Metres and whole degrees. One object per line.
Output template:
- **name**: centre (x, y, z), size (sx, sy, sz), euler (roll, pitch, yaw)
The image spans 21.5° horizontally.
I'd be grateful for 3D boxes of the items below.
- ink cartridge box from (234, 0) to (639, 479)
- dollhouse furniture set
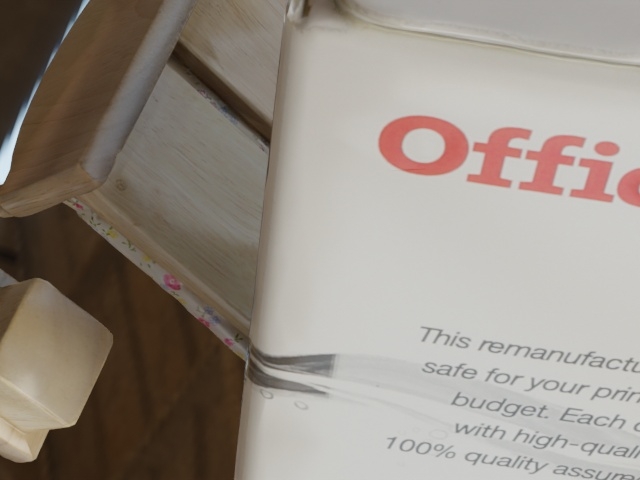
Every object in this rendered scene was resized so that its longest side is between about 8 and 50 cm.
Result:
- **ink cartridge box**: centre (0.082, 0.020, 0.455), size (0.272, 0.197, 0.114), euler (99, -1, -48)
- **dollhouse furniture set**: centre (0.000, 0.000, 0.696), size (0.174, 0.303, 0.355), euler (-13, -137, 46)
